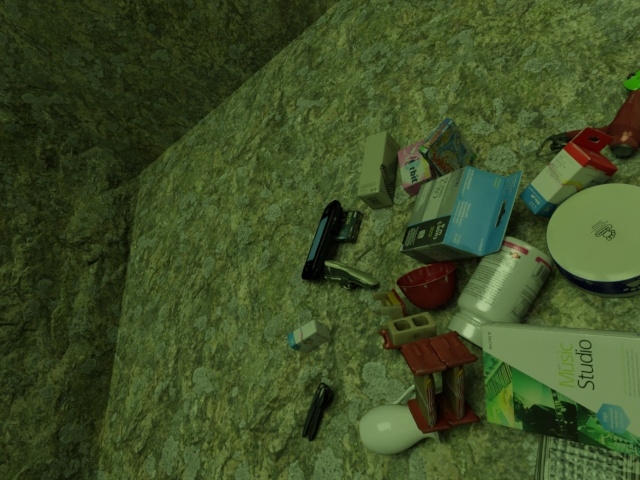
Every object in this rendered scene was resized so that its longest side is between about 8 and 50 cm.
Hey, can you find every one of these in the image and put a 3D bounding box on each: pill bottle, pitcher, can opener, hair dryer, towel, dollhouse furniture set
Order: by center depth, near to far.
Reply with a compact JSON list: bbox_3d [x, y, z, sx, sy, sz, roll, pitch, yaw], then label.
[{"bbox_3d":[0.611,0.475,0.883,0.324,0.056,0.312,3,67,42],"label":"towel"},{"bbox_3d":[0.462,0.144,1.143,0.160,0.160,0.283,29,85,47],"label":"pill bottle"},{"bbox_3d":[0.272,0.298,1.188,0.152,0.201,0.374,-13,25,-4],"label":"dollhouse furniture set"},{"bbox_3d":[0.216,0.484,1.196,0.207,0.125,0.177,-20,32,19],"label":"pitcher"},{"bbox_3d":[0.765,-0.300,1.205,0.293,0.080,0.223,-40,46,16],"label":"hair dryer"},{"bbox_3d":[-0.017,0.544,1.398,0.059,0.073,0.186,22,89,38],"label":"can opener"}]

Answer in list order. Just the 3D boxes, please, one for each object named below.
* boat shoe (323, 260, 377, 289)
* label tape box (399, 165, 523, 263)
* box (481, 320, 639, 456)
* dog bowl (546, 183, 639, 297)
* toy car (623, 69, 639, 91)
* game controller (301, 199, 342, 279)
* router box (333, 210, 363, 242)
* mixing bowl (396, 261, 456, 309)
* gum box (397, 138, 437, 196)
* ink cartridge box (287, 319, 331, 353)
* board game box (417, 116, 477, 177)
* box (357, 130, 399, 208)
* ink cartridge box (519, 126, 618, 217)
[{"bbox_3d":[0.103,0.134,1.540,0.233,0.084,0.079,18,99,43],"label":"boat shoe"},{"bbox_3d":[0.392,-0.076,1.271,0.249,0.115,0.348,-68,14,-14],"label":"label tape box"},{"bbox_3d":[0.515,0.303,0.938,0.322,0.058,0.232,-5,89,43],"label":"box"},{"bbox_3d":[0.700,-0.002,1.062,0.265,0.104,0.264,-22,52,31],"label":"dog bowl"},{"bbox_3d":[0.937,-0.477,1.184,0.225,0.053,0.239,-38,45,18],"label":"toy car"},{"bbox_3d":[0.000,0.000,1.672,0.166,0.067,0.319,-12,56,66],"label":"game controller"},{"bbox_3d":[0.103,-0.051,1.670,0.092,0.038,0.122,-2,64,41],"label":"router box"},{"bbox_3d":[0.324,0.141,1.286,0.181,0.181,0.098,-17,98,34],"label":"mixing bowl"},{"bbox_3d":[0.346,-0.264,1.568,0.107,0.062,0.188,-23,52,30],"label":"gum box"},{"bbox_3d":[-0.038,0.334,1.520,0.122,0.088,0.052,-36,46,20],"label":"ink cartridge box"},{"bbox_3d":[0.414,-0.281,1.417,0.136,0.201,0.035,-50,43,7],"label":"board game box"},{"bbox_3d":[0.221,-0.264,1.646,0.094,0.113,0.275,-9,61,38],"label":"box"},{"bbox_3d":[0.649,-0.165,1.124,0.231,0.134,0.078,-58,38,37],"label":"ink cartridge box"}]
